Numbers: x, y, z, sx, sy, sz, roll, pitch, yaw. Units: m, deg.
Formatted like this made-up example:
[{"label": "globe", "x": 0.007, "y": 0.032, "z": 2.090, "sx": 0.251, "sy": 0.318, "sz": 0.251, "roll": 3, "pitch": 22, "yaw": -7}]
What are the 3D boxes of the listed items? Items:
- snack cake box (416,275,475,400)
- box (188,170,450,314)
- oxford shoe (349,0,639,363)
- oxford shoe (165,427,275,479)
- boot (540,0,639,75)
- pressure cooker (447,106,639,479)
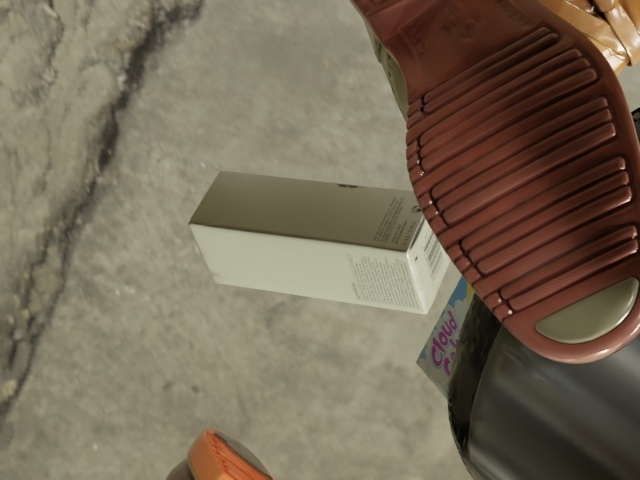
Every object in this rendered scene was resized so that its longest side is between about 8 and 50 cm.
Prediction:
[{"label": "snack cake box", "x": 0.242, "y": 0.080, "z": 1.699, "sx": 0.152, "sy": 0.089, "sz": 0.264, "roll": -17, "pitch": 144, "yaw": -36}, {"label": "box", "x": 0.000, "y": 0.000, "z": 1.535, "sx": 0.094, "sy": 0.275, "sz": 0.113, "roll": -62, "pitch": 149, "yaw": -35}, {"label": "oxford shoe", "x": 0.126, "y": -0.077, "z": 0.911, "sx": 0.140, "sy": 0.397, "sz": 0.146, "roll": -23, "pitch": 146, "yaw": 9}, {"label": "oxford shoe", "x": -0.085, "y": 0.313, "z": 1.222, "sx": 0.130, "sy": 0.363, "sz": 0.133, "roll": 40, "pitch": 98, "yaw": -20}, {"label": "boot", "x": 0.217, "y": -0.283, "z": 1.212, "sx": 0.283, "sy": 0.109, "sz": 0.220, "roll": 37, "pitch": 108, "yaw": -11}, {"label": "pressure cooker", "x": 0.341, "y": 0.134, "z": 0.932, "sx": 0.370, "sy": 0.420, "sz": 0.375, "roll": -40, "pitch": 143, "yaw": -19}]
